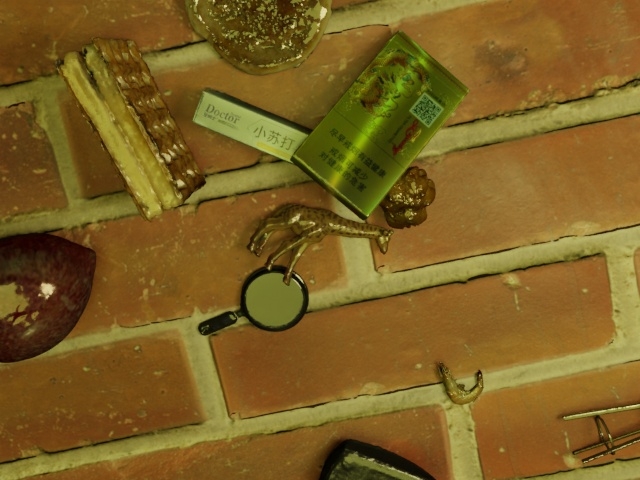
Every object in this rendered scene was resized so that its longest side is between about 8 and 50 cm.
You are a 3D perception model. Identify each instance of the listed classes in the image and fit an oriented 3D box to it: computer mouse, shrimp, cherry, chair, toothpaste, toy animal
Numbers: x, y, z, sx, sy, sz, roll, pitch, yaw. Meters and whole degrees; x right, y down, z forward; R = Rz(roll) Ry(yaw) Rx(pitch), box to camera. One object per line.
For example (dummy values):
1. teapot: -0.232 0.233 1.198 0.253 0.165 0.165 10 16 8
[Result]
1. computer mouse: 0.129 0.512 1.456 0.269 0.100 0.170 24 97 1
2. shrimp: 0.283 0.276 1.444 0.083 0.023 0.114 -31 105 4
3. cherry: -0.552 0.099 1.330 0.300 0.203 0.230 -33 98 -7
4. chair: 0.604 0.370 1.426 0.222 0.104 0.095 -15 84 6
5. toothpaste: -0.073 -0.191 1.317 0.313 0.089 0.071 23 106 -4
6. toy animal: -0.003 -0.009 1.368 0.276 0.054 0.149 -19 91 -2

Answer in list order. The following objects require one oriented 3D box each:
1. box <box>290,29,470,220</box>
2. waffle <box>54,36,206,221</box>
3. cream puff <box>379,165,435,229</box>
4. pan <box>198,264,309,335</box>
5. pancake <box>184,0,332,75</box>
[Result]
1. box: 0.108 -0.206 1.276 0.173 0.043 0.311 39 78 -4
2. waffle: -0.320 -0.196 1.257 0.091 0.213 0.308 -26 102 9
3. cream puff: 0.155 -0.076 1.326 0.116 0.094 0.122 6 143 -11
4. pan: -0.135 0.137 1.416 0.235 0.028 0.136 -24 100 6
5. pancake: -0.108 -0.440 1.286 0.283 0.049 0.282 0 105 -1
